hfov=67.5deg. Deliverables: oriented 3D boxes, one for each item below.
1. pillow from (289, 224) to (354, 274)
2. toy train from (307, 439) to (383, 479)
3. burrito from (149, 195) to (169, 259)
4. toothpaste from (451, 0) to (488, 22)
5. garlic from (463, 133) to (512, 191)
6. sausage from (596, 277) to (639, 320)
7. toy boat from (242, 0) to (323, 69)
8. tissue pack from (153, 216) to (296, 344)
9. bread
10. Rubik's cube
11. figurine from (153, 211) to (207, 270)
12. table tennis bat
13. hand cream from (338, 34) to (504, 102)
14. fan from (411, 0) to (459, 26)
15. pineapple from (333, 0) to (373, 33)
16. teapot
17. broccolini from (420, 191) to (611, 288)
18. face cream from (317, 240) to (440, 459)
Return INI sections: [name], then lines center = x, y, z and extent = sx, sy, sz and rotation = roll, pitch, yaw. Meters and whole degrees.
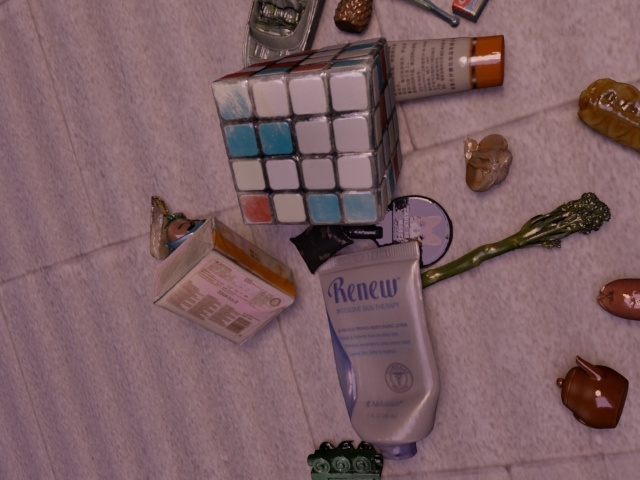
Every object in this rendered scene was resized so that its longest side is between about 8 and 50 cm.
[pillow]
center = 0.001, 0.000, 0.992
extent = 0.150, 0.048, 0.090
rotation = -40, 64, 42
[toy train]
center = 0.057, 0.499, 1.045
extent = 0.171, 0.071, 0.111
rotation = -8, 103, 17
[burrito]
center = -0.376, -0.029, 1.124
extent = 0.055, 0.041, 0.149
rotation = 8, 99, 30
[toothpaste]
center = 0.298, -0.500, 0.856
extent = 0.070, 0.044, 0.193
rotation = 32, 105, 13
[garlic]
center = 0.311, -0.141, 0.880
extent = 0.074, 0.094, 0.113
rotation = 14, 97, -26
[sausage]
center = 0.701, 0.105, 0.786
extent = 0.433, 0.088, 0.087
rotation = -1, 96, 17
[toy boat]
center = -0.082, -0.428, 0.957
extent = 0.141, 0.092, 0.319
rotation = 20, 103, 16
[tissue pack]
center = -0.193, 0.087, 0.984
extent = 0.185, 0.124, 0.225
rotation = -41, 127, 16
[bread]
center = 0.603, -0.161, 0.789
extent = 0.368, 0.084, 0.077
rotation = 30, 62, 10
[Rubik's cube]
center = -0.004, -0.191, 0.842
extent = 0.256, 0.253, 0.259
rotation = -2, 120, 17
[figurine]
center = -0.315, 0.007, 1.081
extent = 0.178, 0.114, 0.144
rotation = -43, 85, 26
[table tennis bat]
center = 0.147, -0.017, 0.975
extent = 0.236, 0.027, 0.150
rotation = 0, 97, 15
[hand cream]
center = 0.177, -0.314, 0.897
extent = 0.314, 0.089, 0.139
rotation = 5, 103, 21
[fan]
center = 0.176, -0.454, 0.887
extent = 0.193, 0.016, 0.038
rotation = 29, 86, -5
[pineapple]
center = 0.079, -0.484, 0.917
extent = 0.074, 0.074, 0.159
rotation = 20, 94, 14
[teapot]
center = 0.486, 0.279, 0.870
extent = 0.116, 0.116, 0.173
rotation = -5, 122, 18
[broccolini]
center = 0.342, 0.026, 0.911
extent = 0.392, 0.079, 0.074
rotation = -28, 99, 26
[face cream]
center = 0.126, 0.226, 0.969
extent = 0.235, 0.137, 0.420
rotation = -12, 85, 32
